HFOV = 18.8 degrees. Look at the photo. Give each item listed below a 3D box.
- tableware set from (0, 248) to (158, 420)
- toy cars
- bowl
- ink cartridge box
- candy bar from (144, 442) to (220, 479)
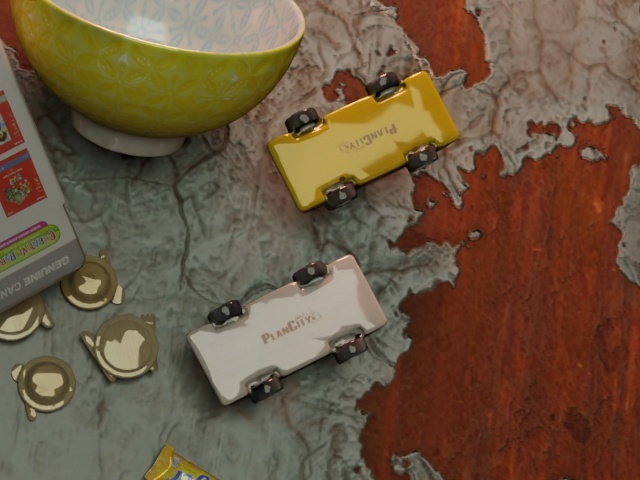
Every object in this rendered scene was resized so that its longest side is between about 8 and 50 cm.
[{"bbox_3d":[-0.245,0.087,1.877,0.169,0.020,0.141,-20,80,-17],"label":"tableware set"},{"bbox_3d":[0.000,0.000,1.931,0.176,0.087,0.393,24,75,-5],"label":"toy cars"},{"bbox_3d":[-0.171,-0.175,1.876,0.289,0.289,0.156,10,117,-12],"label":"bowl"},{"bbox_3d":[-0.410,-0.036,1.785,0.309,0.130,0.271,-29,117,-19],"label":"ink cartridge box"},{"bbox_3d":[-0.092,0.253,1.874,0.161,0.018,0.040,31,71,-4],"label":"candy bar"}]
